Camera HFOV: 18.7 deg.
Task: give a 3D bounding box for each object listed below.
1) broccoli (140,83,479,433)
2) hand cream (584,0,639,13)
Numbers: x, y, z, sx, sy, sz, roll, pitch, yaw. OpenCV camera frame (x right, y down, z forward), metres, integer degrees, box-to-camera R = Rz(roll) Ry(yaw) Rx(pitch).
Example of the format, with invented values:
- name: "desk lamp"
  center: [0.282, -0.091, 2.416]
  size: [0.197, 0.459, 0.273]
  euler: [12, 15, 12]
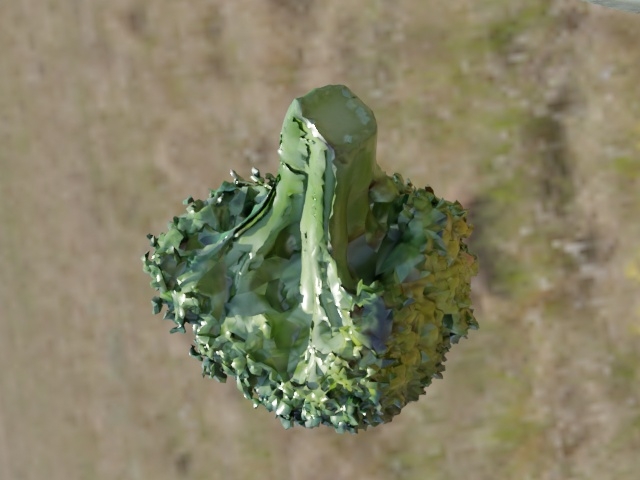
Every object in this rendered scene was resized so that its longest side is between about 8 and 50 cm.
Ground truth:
- name: "broccoli"
  center: [0.000, 0.000, 1.075]
  size: [0.194, 0.194, 0.219]
  euler: [92, 160, -47]
- name: "hand cream"
  center: [0.194, -0.060, 0.428]
  size: [0.321, 0.109, 0.067]
  euler: [7, 94, 45]
